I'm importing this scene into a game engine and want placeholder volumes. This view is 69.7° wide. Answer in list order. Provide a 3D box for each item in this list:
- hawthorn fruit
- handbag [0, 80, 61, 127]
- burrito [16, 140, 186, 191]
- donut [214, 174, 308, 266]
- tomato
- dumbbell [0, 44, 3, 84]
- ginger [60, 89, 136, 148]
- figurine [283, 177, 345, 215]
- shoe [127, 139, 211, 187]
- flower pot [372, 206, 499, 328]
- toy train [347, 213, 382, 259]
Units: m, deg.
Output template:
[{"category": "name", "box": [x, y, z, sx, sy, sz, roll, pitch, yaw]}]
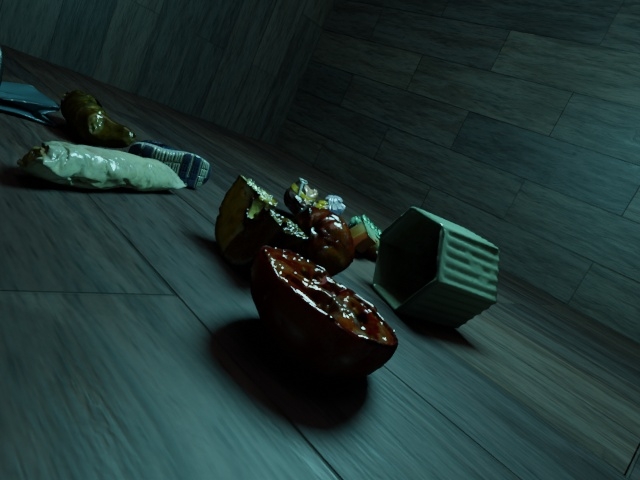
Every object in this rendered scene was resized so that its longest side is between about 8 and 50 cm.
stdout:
[{"category": "hawthorn fruit", "box": [0.001, 0.019, 0.899, 0.148, 0.148, 0.172, 32, -10, 31]}, {"category": "handbag", "box": [-0.785, -0.366, 1.192, 0.221, 0.057, 0.144, 34, 19, 36]}, {"category": "burrito", "box": [-0.417, -0.142, 0.911, 0.117, 0.076, 0.392, 21, 9, 15]}, {"category": "donut", "box": [-0.115, -0.020, 0.842, 0.085, 0.141, 0.217, 27, 18, -43]}, {"category": "tomato", "box": [-0.003, 0.108, 0.610, 0.228, 0.101, 0.228, 32, 10, -6]}, {"category": "dumbbell", "box": [-0.762, -0.345, 0.790, 0.204, 0.203, 0.322, 28, 13, 13]}, {"category": "ginger", "box": [-0.604, -0.317, 1.206, 0.309, 0.107, 0.133, 35, -13, 43]}, {"category": "figurine", "box": [-0.001, -0.093, 1.412, 0.240, 0.115, 0.174, 28, 13, -13]}, {"category": "shoe", "box": [-0.384, -0.204, 1.182, 0.207, 0.091, 0.106, 16, 20, -20]}, {"category": "flower pot", "box": [0.253, 0.063, 1.022, 0.190, 0.239, 0.209, 20, -18, -27]}, {"category": "toy train", "box": [0.143, 0.003, 1.331, 0.176, 0.074, 0.118, 42, 24, -44]}]
